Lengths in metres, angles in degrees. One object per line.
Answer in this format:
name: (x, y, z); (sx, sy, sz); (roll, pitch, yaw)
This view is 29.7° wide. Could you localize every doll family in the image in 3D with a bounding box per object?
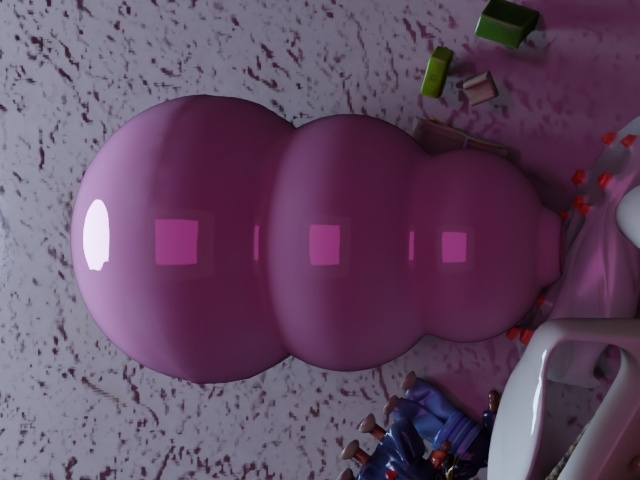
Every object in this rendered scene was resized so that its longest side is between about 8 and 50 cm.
doll family: (0.068, 0.189, 0.882); (0.111, 0.076, 0.193); (34, 98, 21)

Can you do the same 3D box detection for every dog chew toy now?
dog chew toy: (0.000, 0.000, 0.837); (0.332, 0.206, 0.206); (1, 91, 17)

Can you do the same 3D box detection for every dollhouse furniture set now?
dollhouse furniture set: (0.112, -0.099, 0.890); (0.076, 0.058, 0.151); (20, 116, 11)

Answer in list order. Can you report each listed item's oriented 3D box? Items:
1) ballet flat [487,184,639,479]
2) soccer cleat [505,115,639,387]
ballet flat: (0.228, 0.079, 0.764); (0.182, 0.164, 0.482); (27, 102, -8)
soccer cleat: (0.200, 0.009, 0.843); (0.076, 0.068, 0.196); (24, 93, -11)
